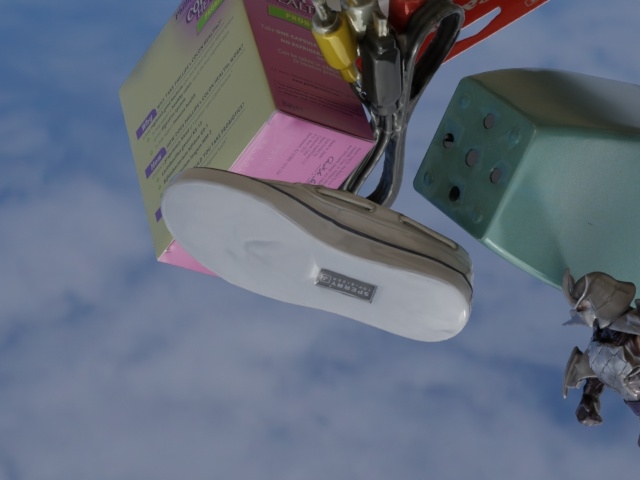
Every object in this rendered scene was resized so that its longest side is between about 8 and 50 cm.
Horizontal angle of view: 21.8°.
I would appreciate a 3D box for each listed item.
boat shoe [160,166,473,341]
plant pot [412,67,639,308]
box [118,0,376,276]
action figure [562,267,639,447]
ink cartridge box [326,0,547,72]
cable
[{"bbox_3d":[0.000,0.000,1.319,0.258,0.095,0.084,25,-142,-7],"label":"boat shoe"},{"bbox_3d":[0.208,-0.051,1.397,0.234,0.165,0.166,11,-159,-38],"label":"plant pot"},{"bbox_3d":[-0.078,-0.121,1.612,0.117,0.213,0.243,15,-140,-34],"label":"box"},{"bbox_3d":[0.263,0.139,1.273,0.099,0.285,0.185,-33,-171,-2],"label":"action figure"},{"bbox_3d":[0.136,-0.292,1.882,0.275,0.060,0.239,-31,-150,8],"label":"ink cartridge box"},{"bbox_3d":[0.060,-0.140,1.551,0.139,0.287,0.072,-23,-126,-17],"label":"cable"}]
